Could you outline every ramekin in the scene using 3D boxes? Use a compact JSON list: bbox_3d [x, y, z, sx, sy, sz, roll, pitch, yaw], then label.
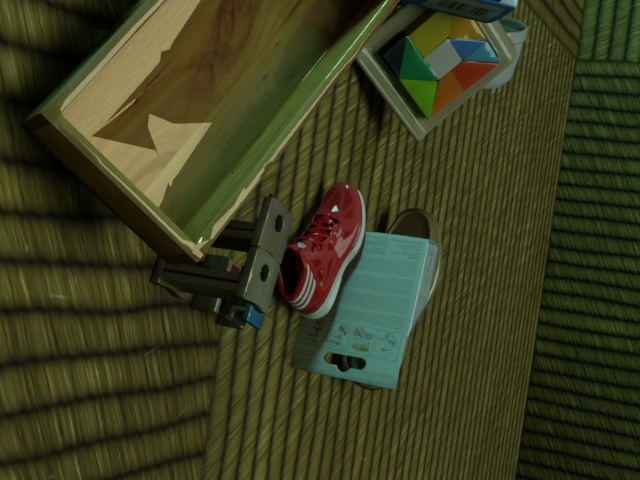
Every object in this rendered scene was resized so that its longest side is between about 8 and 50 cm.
[{"bbox_3d":[0.266,-0.352,1.777,0.207,0.207,0.109,-35,138,-57],"label":"ramekin"}]

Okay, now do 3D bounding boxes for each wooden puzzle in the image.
[{"bbox_3d":[0.198,-0.309,1.614,0.239,0.044,0.221,-42,125,0],"label":"wooden puzzle"}]

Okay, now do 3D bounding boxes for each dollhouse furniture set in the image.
[{"bbox_3d":[-0.093,0.029,1.207,0.184,0.129,0.128,44,58,-59],"label":"dollhouse furniture set"}]

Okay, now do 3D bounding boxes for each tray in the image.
[{"bbox_3d":[-0.093,-0.196,1.010,0.203,0.076,0.411,46,63,-22],"label":"tray"}]

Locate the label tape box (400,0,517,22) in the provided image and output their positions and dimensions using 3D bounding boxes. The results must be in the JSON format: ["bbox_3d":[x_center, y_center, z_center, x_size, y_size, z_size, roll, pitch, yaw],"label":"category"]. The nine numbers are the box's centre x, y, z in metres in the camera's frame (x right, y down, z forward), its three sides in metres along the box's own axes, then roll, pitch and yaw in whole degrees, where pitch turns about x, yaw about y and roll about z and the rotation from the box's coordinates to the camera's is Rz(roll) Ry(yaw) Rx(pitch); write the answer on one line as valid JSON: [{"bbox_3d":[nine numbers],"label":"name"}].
[{"bbox_3d":[0.194,-0.535,1.487,0.115,0.249,0.347,-172,-87,-78],"label":"label tape box"}]

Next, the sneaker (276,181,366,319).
[{"bbox_3d":[0.000,0.000,1.452,0.128,0.087,0.221,43,58,-62],"label":"sneaker"}]

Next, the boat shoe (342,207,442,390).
[{"bbox_3d":[0.126,0.090,1.704,0.110,0.122,0.341,47,57,-60],"label":"boat shoe"}]

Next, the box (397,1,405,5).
[{"bbox_3d":[0.129,-0.418,1.613,0.083,0.067,0.018,-59,146,-41],"label":"box"}]

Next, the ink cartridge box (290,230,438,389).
[{"bbox_3d":[0.067,0.101,1.504,0.066,0.189,0.232,22,78,-60],"label":"ink cartridge box"}]
